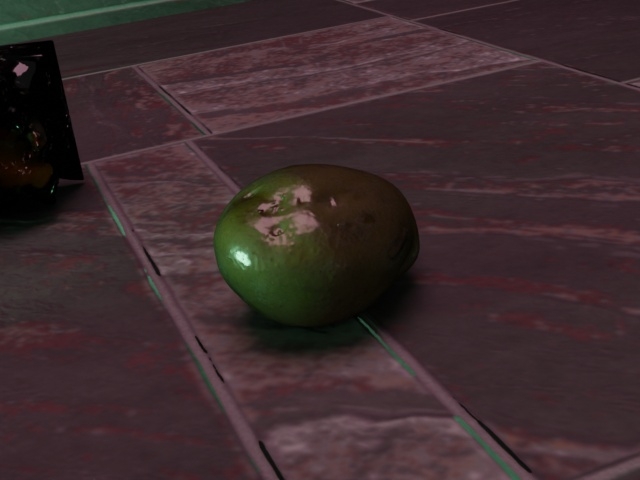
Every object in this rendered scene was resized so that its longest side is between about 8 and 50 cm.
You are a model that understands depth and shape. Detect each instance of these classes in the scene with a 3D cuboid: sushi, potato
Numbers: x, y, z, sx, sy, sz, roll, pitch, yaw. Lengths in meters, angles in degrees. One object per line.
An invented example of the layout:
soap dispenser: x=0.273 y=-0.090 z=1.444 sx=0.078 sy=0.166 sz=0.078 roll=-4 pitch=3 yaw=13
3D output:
sushi: x=-0.462 y=-0.129 z=1.180 sx=0.227 sy=0.215 sz=0.212 roll=-7 pitch=25 yaw=-3
potato: x=0.000 y=0.000 z=0.868 sx=0.235 sy=0.160 sz=0.178 roll=-16 pitch=49 yaw=-42
